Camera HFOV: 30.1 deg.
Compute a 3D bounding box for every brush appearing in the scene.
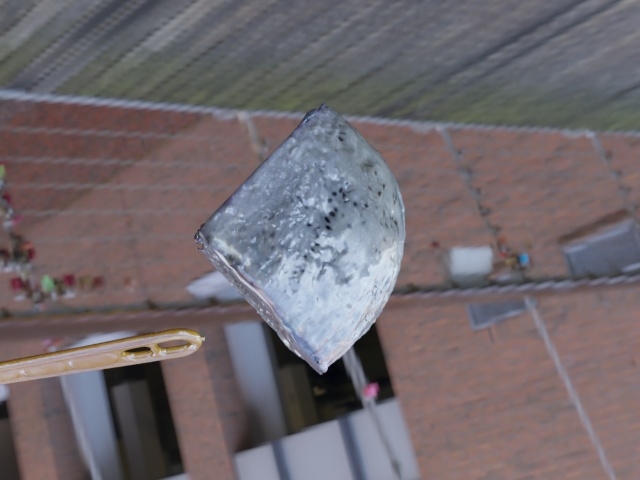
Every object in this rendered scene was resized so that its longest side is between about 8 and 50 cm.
[{"bbox_3d":[-0.248,0.107,0.968,0.315,0.017,0.090,-10,153,2],"label":"brush"}]

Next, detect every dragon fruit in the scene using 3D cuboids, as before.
[{"bbox_3d":[0.000,0.000,1.306,0.221,0.204,0.283,-49,-179,-9],"label":"dragon fruit"}]
